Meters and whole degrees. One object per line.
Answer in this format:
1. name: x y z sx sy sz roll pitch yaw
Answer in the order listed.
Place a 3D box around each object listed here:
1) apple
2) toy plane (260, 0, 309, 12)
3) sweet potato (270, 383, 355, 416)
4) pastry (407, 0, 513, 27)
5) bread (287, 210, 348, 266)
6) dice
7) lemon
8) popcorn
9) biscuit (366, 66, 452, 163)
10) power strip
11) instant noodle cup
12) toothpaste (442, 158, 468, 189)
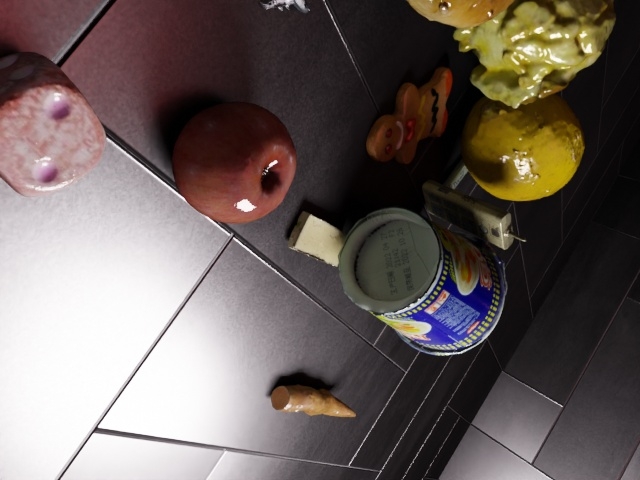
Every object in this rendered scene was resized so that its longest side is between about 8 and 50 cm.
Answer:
1. apple: -0.100 -0.093 0.610 0.153 0.120 0.153 -31 134 -37
2. toy plane: -0.037 -0.312 0.618 0.078 0.031 0.083 -48 144 7
3. sweet potato: -0.008 0.356 1.096 0.281 0.067 0.059 35 52 -55
4. pastry: 0.189 -0.459 0.669 0.284 0.184 0.316 -46 145 -3
5. bread: 0.000 0.000 0.887 0.153 0.028 0.068 24 93 -55
6. dice: -0.253 -0.100 0.431 0.091 0.093 0.094 -46 144 -22
7. lemon: 0.445 -0.221 1.110 0.310 0.253 0.253 32 87 -41
8. popcorn: 0.397 -0.394 0.940 0.237 0.293 0.293 47 70 -15
9. biscuit: 0.179 -0.225 0.954 0.250 0.036 0.165 -35 137 -33
10. power strip: 0.325 -0.054 1.064 0.034 0.268 0.092 -39 133 -16
11. instant noodle cup: 0.193 0.070 0.975 0.312 0.284 0.284 28 90 -54
12. toothpaste: 0.339 -0.168 1.209 0.197 0.029 0.048 -49 141 -23
